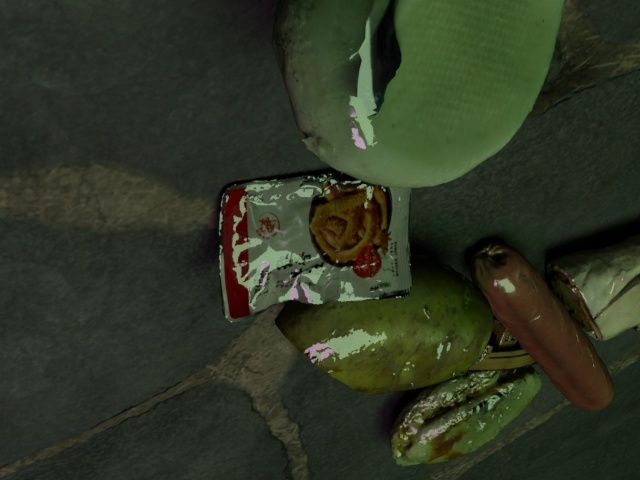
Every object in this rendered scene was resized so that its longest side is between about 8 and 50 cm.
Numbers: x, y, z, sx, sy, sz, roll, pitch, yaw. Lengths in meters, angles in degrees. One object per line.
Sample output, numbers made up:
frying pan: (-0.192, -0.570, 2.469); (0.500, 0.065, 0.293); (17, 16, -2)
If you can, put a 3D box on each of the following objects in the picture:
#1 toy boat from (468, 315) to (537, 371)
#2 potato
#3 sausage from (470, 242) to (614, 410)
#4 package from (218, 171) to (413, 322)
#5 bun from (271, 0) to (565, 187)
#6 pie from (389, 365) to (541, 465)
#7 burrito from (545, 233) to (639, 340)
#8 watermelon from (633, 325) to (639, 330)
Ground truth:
toy boat: (0.249, 0.135, 1.910); (0.206, 0.064, 0.072); (-4, 119, -43)
potato: (0.073, 0.099, 1.634); (0.298, 0.141, 0.176); (7, 116, -34)
sausage: (0.310, 0.130, 1.867); (0.088, 0.088, 0.433); (-38, 136, 7)
package: (0.000, 0.000, 1.483); (0.239, 0.030, 0.154); (-8, 108, -27)
bun: (0.067, -0.196, 1.196); (0.293, 0.187, 0.293); (-22, 126, -34)
pie: (0.208, 0.248, 1.988); (0.248, 0.090, 0.201); (-31, 155, -5)
burrito: (0.439, 0.047, 1.916); (0.299, 0.105, 0.143); (-17, 135, -22)
watermelon: (0.502, 0.076, 2.044); (0.163, 0.087, 0.069); (-14, 174, -25)
